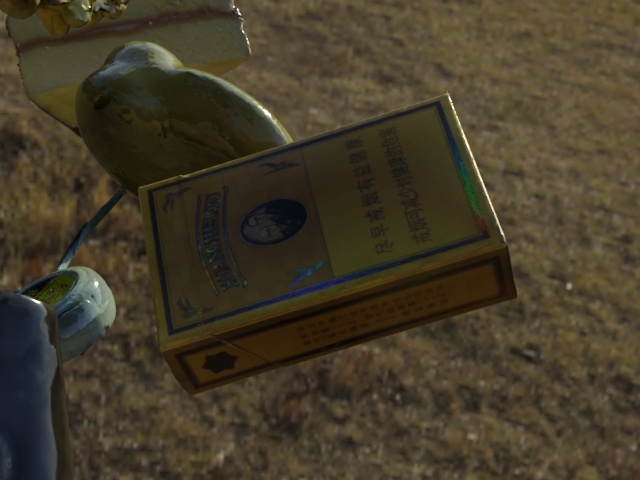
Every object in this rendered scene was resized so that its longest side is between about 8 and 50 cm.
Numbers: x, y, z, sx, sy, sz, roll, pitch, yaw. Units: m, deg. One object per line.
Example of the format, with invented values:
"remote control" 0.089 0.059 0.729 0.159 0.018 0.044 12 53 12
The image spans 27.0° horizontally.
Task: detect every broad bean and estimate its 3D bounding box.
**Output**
"broad bean" -0.138 -0.097 1.402 0.263 0.189 0.121 31 42 15

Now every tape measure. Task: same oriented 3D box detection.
"tape measure" -0.278 0.047 1.621 0.164 0.084 0.330 2 36 35

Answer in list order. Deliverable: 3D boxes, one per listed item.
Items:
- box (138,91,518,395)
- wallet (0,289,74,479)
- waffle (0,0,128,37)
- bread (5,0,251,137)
"box" 0.000 0.000 1.175 0.301 0.084 0.193 -17 48 3
"wallet" -0.157 0.185 0.466 0.170 0.321 0.044 -7 -3 -19
"waffle" -0.291 -0.387 1.251 0.095 0.379 0.382 -18 46 36
"bread" -0.249 -0.269 1.720 0.264 0.163 0.168 -27 65 13
